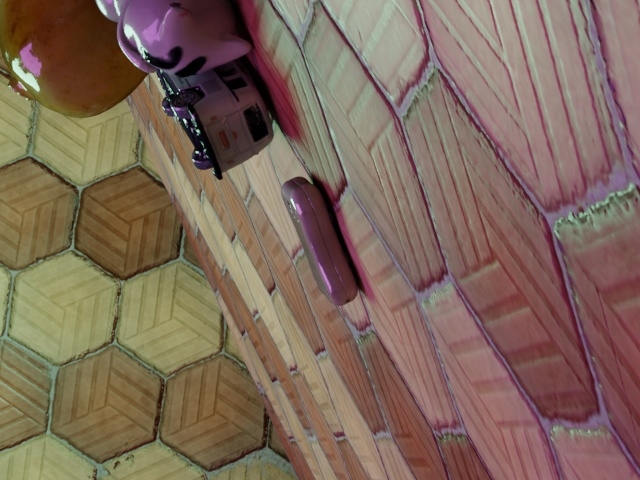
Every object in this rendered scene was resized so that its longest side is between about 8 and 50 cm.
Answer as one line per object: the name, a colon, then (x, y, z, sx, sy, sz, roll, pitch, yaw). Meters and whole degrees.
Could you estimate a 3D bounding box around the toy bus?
toy bus: (-0.113, -0.148, 1.474, 0.194, 0.089, 0.087, 55, 169, 51)

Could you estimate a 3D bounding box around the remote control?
remote control: (0.000, 0.000, 1.383, 0.074, 0.032, 0.122, -137, 25, -69)

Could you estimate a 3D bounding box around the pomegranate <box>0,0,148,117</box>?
pomegranate: (-0.319, -0.279, 1.969, 0.233, 0.233, 0.233, 156, 90, -81)

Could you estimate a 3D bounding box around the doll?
doll: (-0.146, -0.221, 1.422, 0.107, 0.110, 0.180, -57, 39, 23)
